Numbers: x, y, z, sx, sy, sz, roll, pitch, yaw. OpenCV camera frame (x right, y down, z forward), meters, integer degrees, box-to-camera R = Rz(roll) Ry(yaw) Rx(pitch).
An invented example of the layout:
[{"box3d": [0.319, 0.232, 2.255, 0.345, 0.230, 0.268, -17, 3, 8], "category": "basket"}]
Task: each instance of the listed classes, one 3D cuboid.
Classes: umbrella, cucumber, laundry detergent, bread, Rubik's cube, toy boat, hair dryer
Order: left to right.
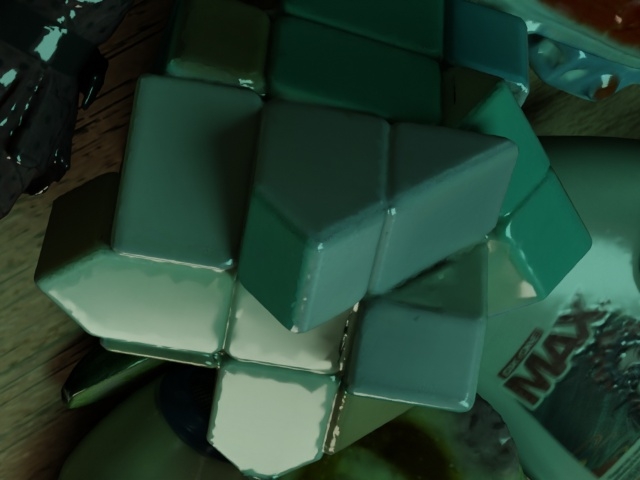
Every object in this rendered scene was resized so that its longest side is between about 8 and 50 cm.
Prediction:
[{"box3d": [-0.144, -0.077, 0.841, 0.094, 0.090, 0.326, 29, 95, -22], "category": "umbrella"}, {"box3d": [-0.108, 0.064, 1.076, 0.107, 0.035, 0.067, -23, 168, -21], "category": "cucumber"}, {"box3d": [-0.108, 0.207, 1.189, 0.296, 0.119, 0.298, -43, 157, 10], "category": "hair dryer"}, {"box3d": [0.000, 0.000, 0.894, 0.265, 0.213, 0.224, 14, 132, -9], "category": "Rubik's cube"}, {"box3d": [0.048, 0.196, 1.111, 0.338, 0.155, 0.187, 61, 49, -71], "category": "bread"}, {"box3d": [0.135, -0.158, 1.015, 0.133, 0.145, 0.332, -31, 152, 33], "category": "toy boat"}, {"box3d": [0.164, 0.029, 1.173, 0.398, 0.125, 0.264, 31, 105, -32], "category": "laundry detergent"}]
